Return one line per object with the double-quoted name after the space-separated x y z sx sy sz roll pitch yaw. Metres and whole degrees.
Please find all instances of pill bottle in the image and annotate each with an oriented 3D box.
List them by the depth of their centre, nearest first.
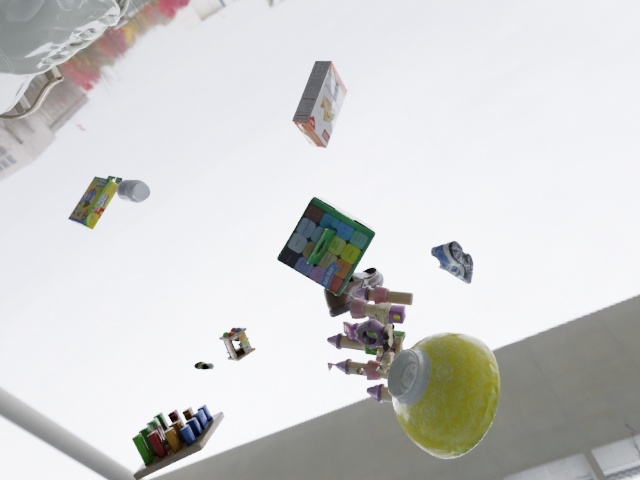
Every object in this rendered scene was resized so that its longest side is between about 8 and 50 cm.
-0.533 -0.141 1.341 0.120 0.067 0.067 9 -128 49 "pill bottle"

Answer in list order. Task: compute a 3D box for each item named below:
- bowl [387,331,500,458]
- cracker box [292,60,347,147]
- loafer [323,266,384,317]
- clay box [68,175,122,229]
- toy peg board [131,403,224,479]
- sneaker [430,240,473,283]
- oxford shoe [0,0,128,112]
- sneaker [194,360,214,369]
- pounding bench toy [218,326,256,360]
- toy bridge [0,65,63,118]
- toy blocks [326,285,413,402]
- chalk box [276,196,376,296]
0.249 0.332 1.081 0.289 0.156 0.289 -52 -157 32 "bowl"
0.003 -0.442 1.530 0.067 0.155 0.232 13 -105 28 "cracker box"
0.130 0.164 1.785 0.133 0.130 0.366 -26 -178 31 "loafer"
-0.837 -0.155 1.745 0.127 0.053 0.222 13 -108 39 "clay box"
-0.316 0.414 1.020 0.160 0.079 0.161 -27 -179 6 "toy peg board"
0.415 0.067 1.452 0.081 0.211 0.080 -7 -128 38 "sneaker"
-0.275 -0.247 0.474 0.449 0.130 0.169 -27 -135 45 "oxford shoe"
-0.434 0.462 1.727 0.083 0.035 0.031 -6 -102 20 "sneaker"
-0.204 0.238 1.094 0.052 0.065 0.083 -28 -170 -39 "pounding bench toy"
-0.543 -0.256 0.840 0.188 0.063 0.026 -20 -163 8 "toy bridge"
0.128 0.311 1.435 0.260 0.289 0.309 4 -161 23 "toy blocks"
0.020 0.009 1.161 0.180 0.179 0.289 -60 179 8 "chalk box"
